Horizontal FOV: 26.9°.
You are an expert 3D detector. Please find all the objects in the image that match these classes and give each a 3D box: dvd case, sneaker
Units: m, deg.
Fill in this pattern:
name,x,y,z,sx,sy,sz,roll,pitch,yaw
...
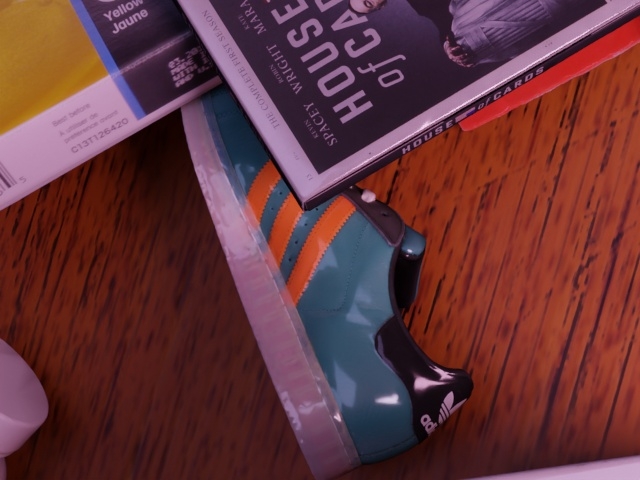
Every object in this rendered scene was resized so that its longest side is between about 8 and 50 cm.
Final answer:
name,x,y,z,sx,sy,sz,roll,pitch,yaw
dvd case,0.047,-0.151,0.787,0.239,0.029,0.179,-31,75,-4
sneaker,0.000,0.000,0.858,0.121,0.108,0.302,-22,66,-2

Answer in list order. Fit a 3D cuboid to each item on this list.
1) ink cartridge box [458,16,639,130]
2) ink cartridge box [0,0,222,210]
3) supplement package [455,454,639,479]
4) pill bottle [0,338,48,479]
name,x,y,z,sx,sy,sz,roll,pitch,yaw
ink cartridge box,0.184,-0.293,0.825,0.385,0.091,0.308,-28,71,16
ink cartridge box,-0.215,-0.170,0.910,0.303,0.072,0.307,-31,57,-2
supplement package,0.130,0.202,0.651,0.177,0.293,0.175,-13,76,22
pill bottle,-0.309,0.172,0.935,0.246,0.136,0.136,-45,67,11
